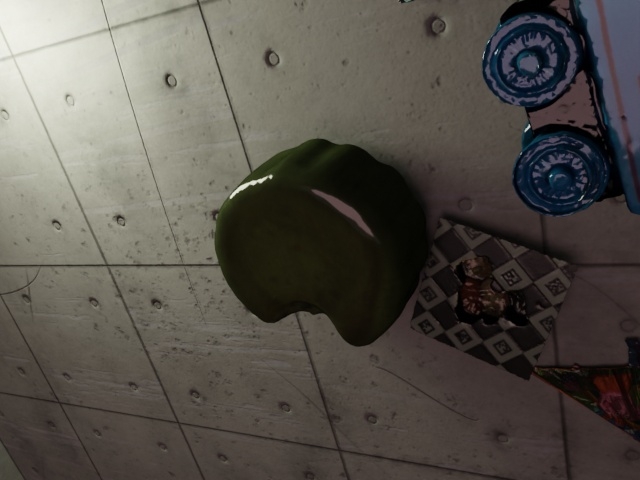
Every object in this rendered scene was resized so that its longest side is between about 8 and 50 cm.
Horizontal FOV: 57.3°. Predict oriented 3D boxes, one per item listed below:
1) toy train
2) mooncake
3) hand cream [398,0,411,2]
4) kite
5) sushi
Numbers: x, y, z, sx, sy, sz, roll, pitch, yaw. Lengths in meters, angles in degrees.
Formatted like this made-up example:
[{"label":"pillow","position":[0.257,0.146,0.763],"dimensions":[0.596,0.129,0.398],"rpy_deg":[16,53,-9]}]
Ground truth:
[{"label":"toy train","position":[0.347,-0.176,0.690],"dimensions":[0.264,0.188,0.301],"rpy_deg":[-14,110,29]},{"label":"mooncake","position":[0.000,0.000,0.981],"dimensions":[0.351,0.187,0.352],"rpy_deg":[16,128,22]},{"label":"hand cream","position":[0.208,-0.379,0.724],"dimensions":[0.270,0.061,0.120],"rpy_deg":[3,118,33]},{"label":"kite","position":[0.521,0.256,0.964],"dimensions":[0.321,0.016,0.234],"rpy_deg":[-9,115,33]},{"label":"sushi","position":[0.279,0.089,0.972],"dimensions":[0.219,0.047,0.232],"rpy_deg":[22,122,21]}]
